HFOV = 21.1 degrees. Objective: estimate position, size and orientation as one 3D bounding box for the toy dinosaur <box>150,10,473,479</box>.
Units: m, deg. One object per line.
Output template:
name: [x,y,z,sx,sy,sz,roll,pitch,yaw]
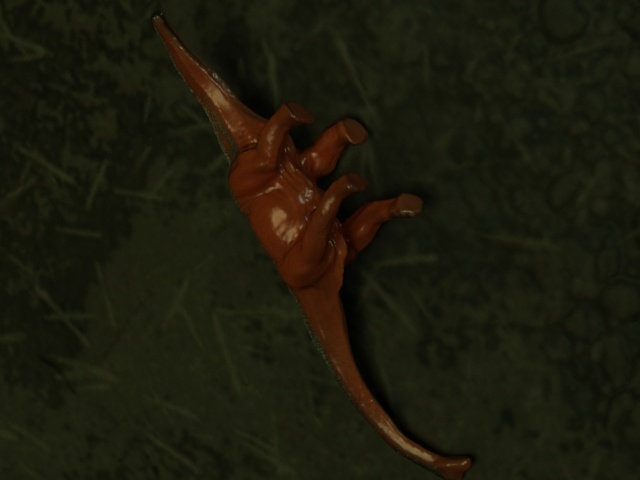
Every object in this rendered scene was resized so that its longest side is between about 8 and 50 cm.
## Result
toy dinosaur: [0.004,-0.002,0.867,0.101,0.055,0.279,-40,82,41]
